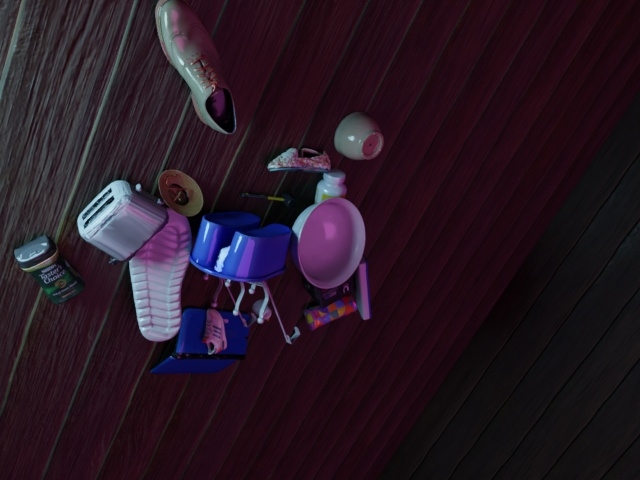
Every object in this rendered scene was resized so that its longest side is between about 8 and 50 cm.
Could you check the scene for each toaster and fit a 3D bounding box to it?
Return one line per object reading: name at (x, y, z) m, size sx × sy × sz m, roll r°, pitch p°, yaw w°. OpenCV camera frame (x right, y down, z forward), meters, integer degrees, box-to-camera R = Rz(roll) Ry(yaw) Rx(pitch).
toaster at (-0.526, -0.049, 1.275) m, size 0.227 × 0.129 × 0.146 m, roll -42°, pitch 135°, yaw 6°

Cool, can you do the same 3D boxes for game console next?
game console at (-0.430, 0.371, 1.759) m, size 0.293 × 0.173 × 0.250 m, roll 16°, pitch 79°, yaw -46°

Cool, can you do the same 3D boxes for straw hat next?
straw hat at (-0.406, -0.124, 1.358) m, size 0.061 × 0.144 × 0.145 m, roll -25°, pitch 152°, yaw 35°

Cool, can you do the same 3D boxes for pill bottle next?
pill bottle at (0.034, -0.150, 1.679) m, size 0.103 × 0.103 × 0.184 m, roll -12°, pitch 129°, yaw -33°

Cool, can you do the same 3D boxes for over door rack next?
over door rack at (-0.236, 0.232, 1.621) m, size 0.108 × 0.240 × 0.324 m, roll -55°, pitch 138°, yaw -29°

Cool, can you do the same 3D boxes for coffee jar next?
coffee jar at (-0.702, 0.076, 1.260) m, size 0.096 × 0.079 × 0.184 m, roll -32°, pitch 136°, yaw -17°

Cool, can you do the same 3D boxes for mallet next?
mallet at (-0.170, -0.142, 1.574) m, size 0.190 × 0.062 × 0.039 m, roll 8°, pitch 115°, yaw -27°

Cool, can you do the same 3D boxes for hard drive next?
hard drive at (0.143, 0.134, 1.912) m, size 0.040 × 0.210 × 0.318 m, roll -16°, pitch 133°, yaw -8°

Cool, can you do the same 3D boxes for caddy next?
caddy at (-0.235, 0.031, 1.454) m, size 0.341 × 0.242 × 0.179 m, roll -18°, pitch 125°, yaw -68°

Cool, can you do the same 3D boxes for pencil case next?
pencil case at (0.045, 0.295, 2.042) m, size 0.237 × 0.104 × 0.104 m, roll -18°, pitch 131°, yaw -28°

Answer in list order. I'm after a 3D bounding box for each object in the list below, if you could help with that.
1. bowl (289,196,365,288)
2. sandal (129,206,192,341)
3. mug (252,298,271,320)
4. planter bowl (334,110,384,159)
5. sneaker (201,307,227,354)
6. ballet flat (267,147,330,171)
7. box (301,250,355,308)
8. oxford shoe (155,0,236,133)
bowl at (0.000, 0.000, 1.597) m, size 0.298 × 0.134 × 0.297 m, roll -11°, pitch 106°, yaw -41°
sandal at (-0.486, 0.098, 1.444) m, size 0.170 × 0.102 × 0.415 m, roll 5°, pitch 103°, yaw -23°
mug at (-0.211, 0.267, 1.830) m, size 0.062 × 0.064 × 0.078 m, roll -53°, pitch 139°, yaw 6°
planter bowl at (0.143, -0.336, 1.622) m, size 0.162 × 0.109 × 0.162 m, roll -23°, pitch 134°, yaw -26°
sneaker at (-0.370, 0.313, 1.653) m, size 0.075 × 0.057 × 0.161 m, roll -25°, pitch 111°, yaw -49°
ballet flat at (-0.069, -0.256, 1.545) m, size 0.241 × 0.091 × 0.077 m, roll -6°, pitch 94°, yaw -42°
box at (0.021, 0.097, 1.831) m, size 0.165 × 0.143 × 0.270 m, roll -27°, pitch 135°, yaw -19°
oxford shoe at (-0.281, -0.418, 1.185) m, size 0.123 × 0.130 × 0.348 m, roll -36°, pitch 138°, yaw -13°
